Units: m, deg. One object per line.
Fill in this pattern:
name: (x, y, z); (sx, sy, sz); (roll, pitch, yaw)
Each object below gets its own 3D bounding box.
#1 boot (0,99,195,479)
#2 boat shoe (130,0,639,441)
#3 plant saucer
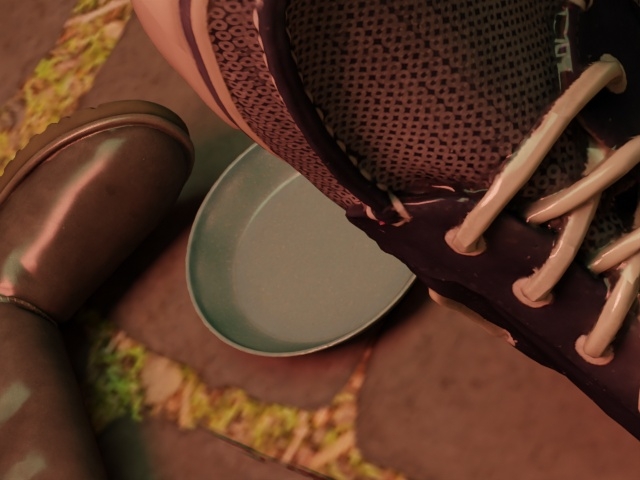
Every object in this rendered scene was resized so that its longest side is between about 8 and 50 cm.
boot: (-0.109, 0.064, 0.811); (0.189, 0.076, 0.208); (-40, 41, 20)
boat shoe: (0.082, -0.021, 0.596); (0.127, 0.340, 0.158); (-48, 59, 9)
plant saucer: (0.000, 0.000, 0.825); (0.119, 0.021, 0.119); (-15, 53, 21)
